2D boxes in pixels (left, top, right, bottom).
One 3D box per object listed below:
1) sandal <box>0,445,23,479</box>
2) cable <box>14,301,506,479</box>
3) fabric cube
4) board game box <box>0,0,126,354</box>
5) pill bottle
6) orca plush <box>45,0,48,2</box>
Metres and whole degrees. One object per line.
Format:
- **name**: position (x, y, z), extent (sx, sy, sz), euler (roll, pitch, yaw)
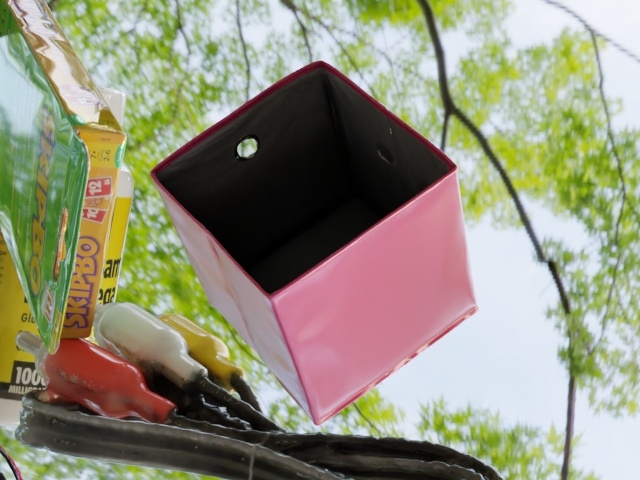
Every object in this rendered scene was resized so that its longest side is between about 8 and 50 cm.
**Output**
- **sandal**: position (-0.253, 0.177, 0.954), extent (0.179, 0.040, 0.067), euler (40, -61, 45)
- **cable**: position (-0.046, 0.090, 0.650), extent (0.287, 0.139, 0.072), euler (12, -76, 38)
- **fabric cube**: position (0.000, 0.000, 1.461), extent (0.254, 0.258, 0.259), euler (-36, -128, -14)
- **board game box**: position (-0.163, -0.052, 0.737), extent (0.039, 0.124, 0.259), euler (3, -152, -24)
- **pill bottle**: position (-0.290, 0.003, 1.258), extent (0.188, 0.188, 0.334), euler (11, -85, 12)
- **orca plush**: position (-0.406, -0.222, 1.280), extent (0.287, 0.151, 0.102), euler (-5, -82, -2)
